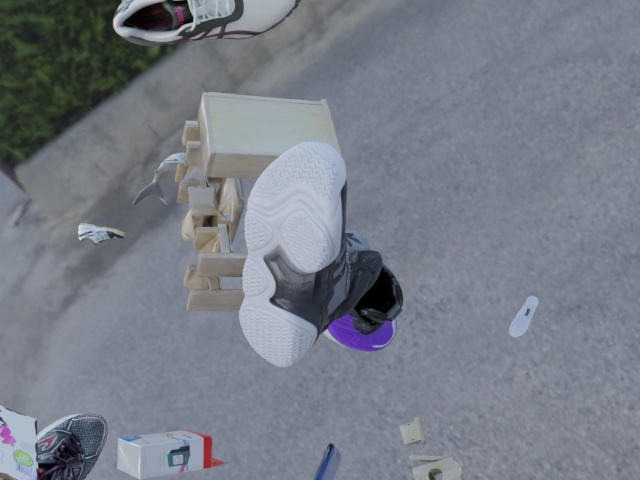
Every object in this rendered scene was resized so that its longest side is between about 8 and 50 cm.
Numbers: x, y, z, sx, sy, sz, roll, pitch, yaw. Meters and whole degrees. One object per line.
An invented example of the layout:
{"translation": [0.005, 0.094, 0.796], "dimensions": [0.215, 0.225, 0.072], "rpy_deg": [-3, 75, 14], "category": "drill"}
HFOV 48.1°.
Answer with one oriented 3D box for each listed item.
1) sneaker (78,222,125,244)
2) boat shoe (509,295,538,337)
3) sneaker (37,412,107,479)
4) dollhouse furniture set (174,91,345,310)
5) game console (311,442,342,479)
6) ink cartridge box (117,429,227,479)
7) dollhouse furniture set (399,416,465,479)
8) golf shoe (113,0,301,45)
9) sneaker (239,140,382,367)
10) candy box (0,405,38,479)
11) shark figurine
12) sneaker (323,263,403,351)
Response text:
{"translation": [-0.399, -0.008, 1.309], "dimensions": [0.032, 0.083, 0.036], "rpy_deg": [-178, 97, -78], "category": "sneaker"}
{"translation": [0.439, 0.167, 1.553], "dimensions": [0.035, 0.035, 0.100], "rpy_deg": [26, 80, 17], "category": "boat shoe"}
{"translation": [-0.452, 0.388, 1.211], "dimensions": [0.112, 0.120, 0.299], "rpy_deg": [-32, 6, 25], "category": "sneaker"}
{"translation": [-0.142, -0.104, 1.494], "dimensions": [0.394, 0.257, 0.362], "rpy_deg": [115, 149, -50], "category": "dollhouse furniture set"}
{"translation": [-0.085, 0.438, 1.166], "dimensions": [0.250, 0.293, 0.173], "rpy_deg": [-7, 69, 2], "category": "game console"}
{"translation": [-0.351, 0.505, 1.718], "dimensions": [0.134, 0.231, 0.078], "rpy_deg": [-6, 82, 52], "category": "ink cartridge box"}
{"translation": [0.263, 0.493, 1.641], "dimensions": [0.101, 0.182, 0.160], "rpy_deg": [-19, 64, 7], "category": "dollhouse furniture set"}
{"translation": [-0.158, -0.324, 1.016], "dimensions": [0.273, 0.105, 0.120], "rpy_deg": [-12, 23, 7], "category": "golf shoe"}
{"translation": [0.000, 0.000, 0.753], "dimensions": [0.101, 0.268, 0.153], "rpy_deg": [32, 40, 23], "category": "sneaker"}
{"translation": [-0.402, 0.260, 0.793], "dimensions": [0.070, 0.165, 0.196], "rpy_deg": [-46, 37, 11], "category": "candy box"}
{"translation": [-0.386, -0.184, 1.860], "dimensions": [0.278, 0.166, 0.116], "rpy_deg": [-11, 4, 33], "category": "shark figurine"}
{"translation": [0.058, 0.087, 0.986], "dimensions": [0.146, 0.293, 0.102], "rpy_deg": [22, 69, 41], "category": "sneaker"}
